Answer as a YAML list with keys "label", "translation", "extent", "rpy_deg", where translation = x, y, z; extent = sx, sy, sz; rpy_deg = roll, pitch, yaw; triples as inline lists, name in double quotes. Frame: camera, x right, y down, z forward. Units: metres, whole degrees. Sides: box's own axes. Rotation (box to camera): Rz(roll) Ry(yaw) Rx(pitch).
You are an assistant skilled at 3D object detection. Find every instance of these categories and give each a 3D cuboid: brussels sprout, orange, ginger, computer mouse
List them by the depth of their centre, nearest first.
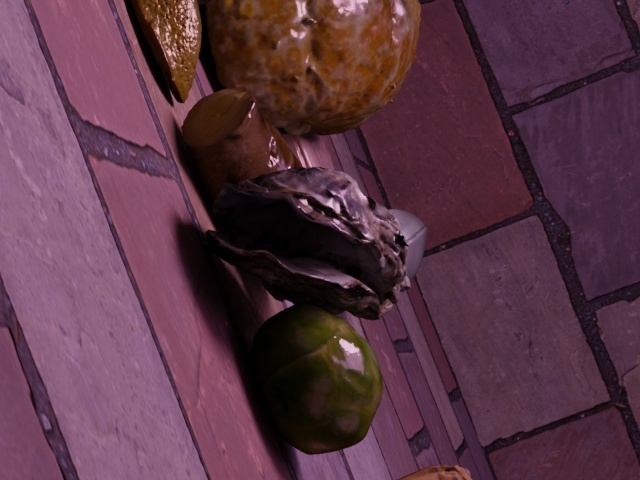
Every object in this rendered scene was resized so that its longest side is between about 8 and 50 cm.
- label: "brussels sprout"
  translation: [0.000, 0.131, 1.632]
  extent: [0.155, 0.117, 0.155]
  rpy_deg: [50, 18, -23]
- label: "ginger"
  translation: [-0.056, -0.047, 1.799]
  extent: [0.116, 0.109, 0.263]
  rpy_deg: [-64, 144, -30]
- label: "orange"
  translation: [0.006, -0.283, 2.205]
  extent: [0.369, 0.210, 0.271]
  rpy_deg: [4, 70, -55]
- label: "computer mouse"
  translation: [0.081, 0.034, 2.369]
  extent: [0.097, 0.159, 0.288]
  rpy_deg: [54, 7, 10]

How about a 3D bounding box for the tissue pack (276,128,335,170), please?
- label: "tissue pack"
  translation: [-0.047, -0.152, 2.341]
  extent: [0.170, 0.071, 0.325]
  rpy_deg: [-10, 79, -82]

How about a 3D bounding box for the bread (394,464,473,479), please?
- label: "bread"
  translation: [0.144, 0.374, 1.911]
  extent: [0.107, 0.136, 0.241]
  rpy_deg: [57, 12, -60]

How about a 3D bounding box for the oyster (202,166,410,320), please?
- label: "oyster"
  translation: [0.004, 0.002, 1.685]
  extent: [0.162, 0.158, 0.351]
  rpy_deg: [43, 15, 19]

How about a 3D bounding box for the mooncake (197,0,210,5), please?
- label: "mooncake"
  translation: [-0.149, -0.374, 1.917]
  extent: [0.228, 0.124, 0.228]
  rpy_deg: [62, -7, 13]

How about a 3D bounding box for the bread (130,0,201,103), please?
- label: "bread"
  translation: [-0.152, -0.227, 1.815]
  extent: [0.149, 0.065, 0.187]
  rpy_deg: [66, 3, -64]

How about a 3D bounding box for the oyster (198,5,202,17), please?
- label: "oyster"
  translation: [-0.150, -0.333, 2.246]
  extent: [0.098, 0.037, 0.100]
  rpy_deg: [42, 27, -56]
